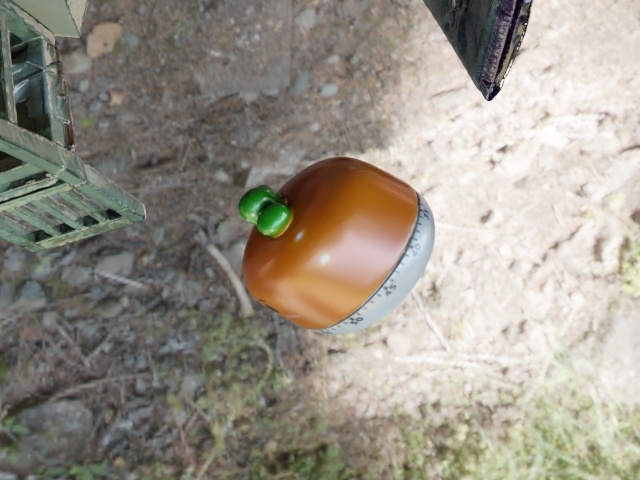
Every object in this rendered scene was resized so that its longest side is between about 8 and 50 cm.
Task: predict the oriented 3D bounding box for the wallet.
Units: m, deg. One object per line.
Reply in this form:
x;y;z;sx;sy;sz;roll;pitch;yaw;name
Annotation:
0.129;-0.212;0.774;0.030;0.165;0.111;-9;141;-14;wallet

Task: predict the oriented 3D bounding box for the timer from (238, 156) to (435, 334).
0.000;0.000;0.612;0.136;0.099;0.136;-9;128;-12;timer

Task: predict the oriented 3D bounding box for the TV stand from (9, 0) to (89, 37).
-0.257;-0.331;0.878;0.088;0.269;0.082;6;158;1;TV stand

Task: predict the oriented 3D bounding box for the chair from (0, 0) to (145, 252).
-0.278;-0.101;0.791;0.136;0.147;0.270;-16;163;15;chair
